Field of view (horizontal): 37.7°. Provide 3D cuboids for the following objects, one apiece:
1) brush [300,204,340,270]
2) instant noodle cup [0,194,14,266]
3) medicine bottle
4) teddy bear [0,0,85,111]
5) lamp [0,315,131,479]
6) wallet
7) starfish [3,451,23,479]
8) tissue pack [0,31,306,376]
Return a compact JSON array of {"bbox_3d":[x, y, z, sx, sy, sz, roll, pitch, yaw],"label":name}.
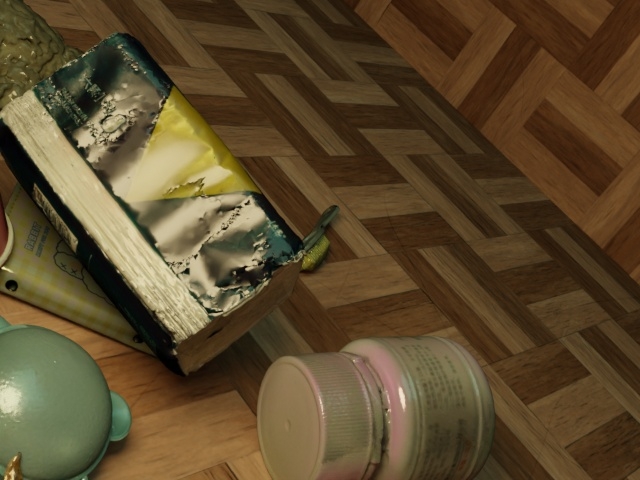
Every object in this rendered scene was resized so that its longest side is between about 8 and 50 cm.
[{"bbox_3d":[0.000,0.000,1.918,0.060,0.068,0.297,53,26,-8],"label":"brush"},{"bbox_3d":[-0.529,-0.091,1.233,0.243,0.255,0.244,7,42,-6],"label":"instant noodle cup"},{"bbox_3d":[0.080,0.265,1.404,0.301,0.241,0.241,2,41,-31],"label":"medicine bottle"},{"bbox_3d":[-0.536,-0.303,1.709,0.367,0.224,0.357,39,23,-25],"label":"teddy bear"},{"bbox_3d":[-0.373,0.188,1.143,0.284,0.147,0.209,31,35,-3],"label":"lamp"},{"bbox_3d":[-0.358,0.047,1.448,0.309,0.077,0.223,27,33,-19],"label":"wallet"},{"bbox_3d":[-0.306,0.373,1.012,0.235,0.062,0.277,18,45,-38],"label":"starfish"},{"bbox_3d":[-0.233,-0.038,1.323,0.417,0.253,0.264,51,-13,11],"label":"tissue pack"}]
